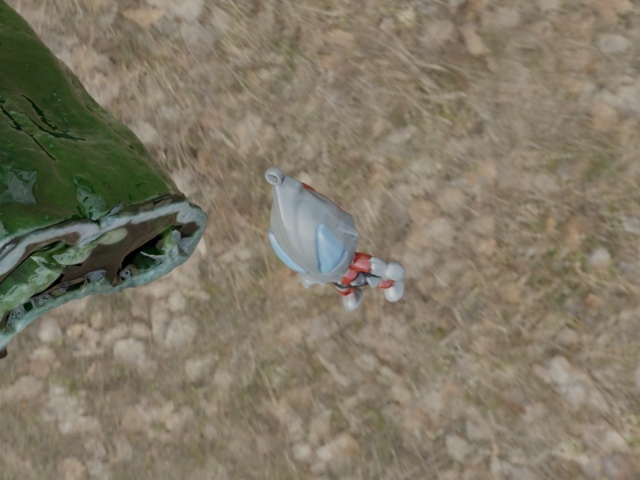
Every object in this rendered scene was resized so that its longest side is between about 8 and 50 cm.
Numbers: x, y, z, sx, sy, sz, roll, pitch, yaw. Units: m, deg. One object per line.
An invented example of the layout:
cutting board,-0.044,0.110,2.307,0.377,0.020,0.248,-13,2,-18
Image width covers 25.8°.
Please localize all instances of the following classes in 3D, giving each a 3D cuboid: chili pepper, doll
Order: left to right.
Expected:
chili pepper,-0.182,-0.074,0.604,0.136,0.270,0.099,-33,154,-32
doll,-0.001,0.001,0.725,0.039,0.057,0.114,-52,133,-10
